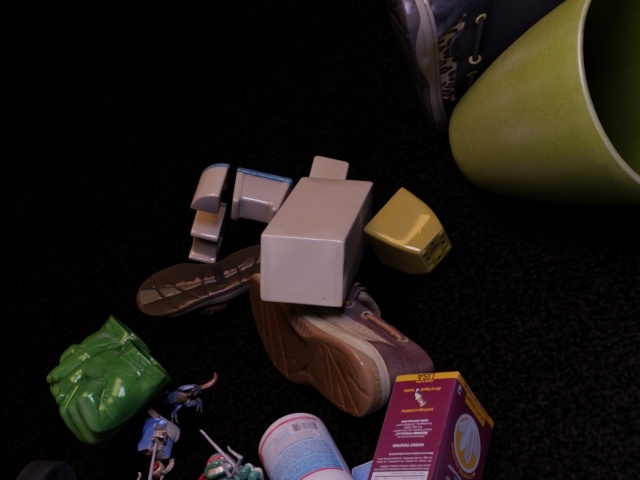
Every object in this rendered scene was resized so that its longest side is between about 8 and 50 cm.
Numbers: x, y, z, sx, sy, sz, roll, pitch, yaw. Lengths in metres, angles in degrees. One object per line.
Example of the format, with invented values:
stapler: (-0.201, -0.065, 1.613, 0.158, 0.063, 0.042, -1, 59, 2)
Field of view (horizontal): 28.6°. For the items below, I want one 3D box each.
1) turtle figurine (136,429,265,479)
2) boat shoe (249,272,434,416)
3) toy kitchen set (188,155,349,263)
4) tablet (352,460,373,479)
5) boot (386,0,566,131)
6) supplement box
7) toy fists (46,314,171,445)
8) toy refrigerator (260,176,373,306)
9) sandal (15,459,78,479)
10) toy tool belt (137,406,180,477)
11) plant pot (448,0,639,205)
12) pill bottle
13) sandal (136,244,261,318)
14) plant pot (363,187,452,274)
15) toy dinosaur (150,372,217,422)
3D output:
turtle figurine: (-0.114, 0.316, 1.436, 0.175, 0.118, 0.234, -37, 49, 25)
boat shoe: (0.021, 0.114, 1.570, 0.123, 0.123, 0.342, -16, 20, -24)
toy kitchen set: (-0.078, -0.040, 1.841, 0.207, 0.166, 0.122, 13, 50, 2)
tablet: (0.063, 0.283, 1.419, 0.054, 0.006, 0.083, -25, 39, 15)
boot: (0.243, -0.285, 1.649, 0.284, 0.377, 0.138, -23, 69, 4)
supplement box: (0.115, 0.246, 1.335, 0.080, 0.104, 0.188, -9, 45, 32)
toy fists: (-0.298, 0.188, 1.698, 0.142, 0.096, 0.279, -49, 20, -6)
toy refrigerator: (0.000, 0.000, 1.601, 0.102, 0.094, 0.269, 4, 19, 8)
sandal: (-0.361, 0.453, 1.459, 0.107, 0.168, 0.446, 2, 49, 18)
toy tool belt: (-0.218, 0.262, 1.631, 0.052, 0.051, 0.083, -18, 41, 24)
plant pot: (0.300, -0.152, 1.517, 0.293, 0.275, 0.275, -18, 37, 52)
pill bottle: (-0.008, 0.275, 1.417, 0.087, 0.087, 0.160, -36, 36, 2)
sandal: (-0.154, 0.068, 1.794, 0.219, 0.060, 0.090, -19, 44, -1)
plant pot: (0.122, -0.003, 1.625, 0.083, 0.081, 0.081, 30, 71, 40)
toy dinosaur: (-0.190, 0.217, 1.688, 0.082, 0.047, 0.090, -10, 10, 44)
